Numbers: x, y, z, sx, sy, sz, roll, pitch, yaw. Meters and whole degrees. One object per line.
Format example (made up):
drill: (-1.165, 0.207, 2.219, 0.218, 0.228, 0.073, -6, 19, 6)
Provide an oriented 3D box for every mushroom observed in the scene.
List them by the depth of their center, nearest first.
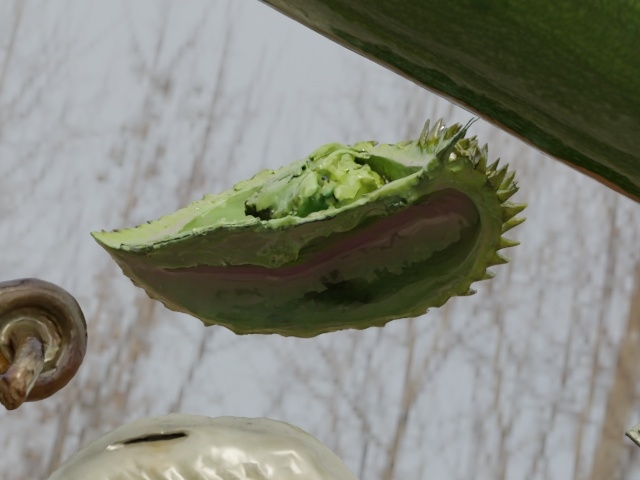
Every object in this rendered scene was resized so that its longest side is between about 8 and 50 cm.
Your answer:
mushroom: (-0.209, 0.078, 1.330, 0.073, 0.129, 0.088, -28, -70, 20)

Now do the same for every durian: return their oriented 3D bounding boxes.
durian: (0.008, -0.001, 1.596, 0.355, 0.157, 0.169, -16, -5, 24)

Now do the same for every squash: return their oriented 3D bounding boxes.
squash: (0.074, -0.084, 0.624, 0.395, 0.107, 0.107, 29, -23, 0)

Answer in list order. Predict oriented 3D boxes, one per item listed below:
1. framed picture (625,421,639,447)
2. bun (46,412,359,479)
framed picture: (0.290, 0.146, 1.173, 0.183, 0.142, 0.011, 42, -47, 24)
bun: (-0.058, 0.206, 1.013, 0.239, 0.239, 0.141, 12, -12, -3)
